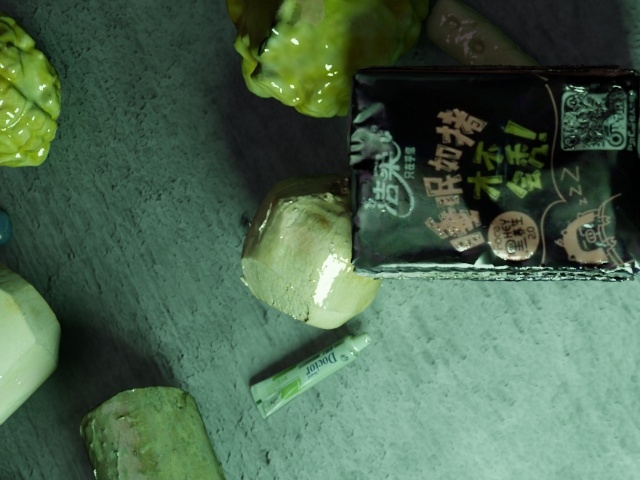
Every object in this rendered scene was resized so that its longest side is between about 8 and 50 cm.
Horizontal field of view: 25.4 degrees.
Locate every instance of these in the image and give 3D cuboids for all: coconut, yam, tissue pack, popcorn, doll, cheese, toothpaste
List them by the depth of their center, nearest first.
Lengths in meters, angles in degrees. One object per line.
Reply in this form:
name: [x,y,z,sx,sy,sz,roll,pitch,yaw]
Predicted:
tissue pack: [0.193,-0.076,1.578,0.333,0.123,0.244,0,83,5]
cheese: [0.200,-0.220,1.683,0.194,0.043,0.065,44,104,28]
popcorn: [0.002,-0.289,1.711,0.252,0.215,0.286,-1,84,28]
coconut: [0.003,0.001,1.713,0.194,0.194,0.194,-2,86,32]
toothpaste: [-0.013,0.166,1.798,0.197,0.029,0.048,-33,70,29]
yam: [-0.197,0.329,1.827,0.161,0.161,0.268,-33,70,26]
coconut: [-0.487,0.150,1.966,0.241,0.241,0.241,-2,86,32]
popcorn: [-0.465,-0.214,2.013,0.181,0.216,0.235,-34,61,-3]
doll: [-0.491,-0.019,2.094,0.083,0.050,0.076,-13,62,32]
